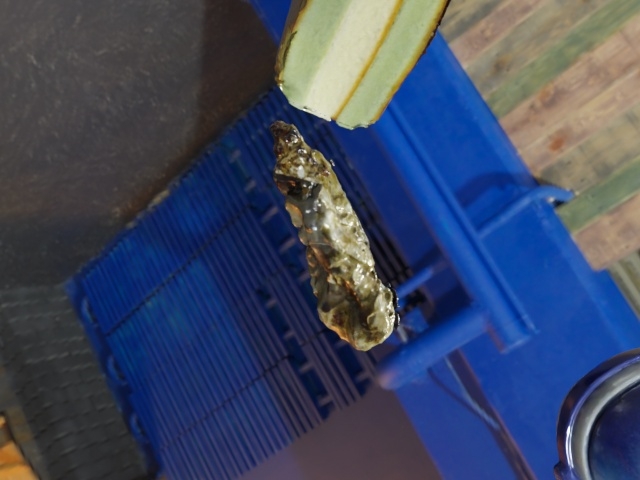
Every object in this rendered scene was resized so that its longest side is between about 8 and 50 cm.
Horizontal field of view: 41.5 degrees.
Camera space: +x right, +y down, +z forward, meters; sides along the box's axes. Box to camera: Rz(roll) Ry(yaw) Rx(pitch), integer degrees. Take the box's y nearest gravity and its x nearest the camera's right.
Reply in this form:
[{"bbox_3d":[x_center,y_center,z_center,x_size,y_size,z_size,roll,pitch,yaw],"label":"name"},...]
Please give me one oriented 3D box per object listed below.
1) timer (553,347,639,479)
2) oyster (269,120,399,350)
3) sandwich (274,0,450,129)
[{"bbox_3d":[0.308,0.261,0.659,0.270,0.384,0.270,-30,-173,4],"label":"timer"},{"bbox_3d":[0.002,0.000,1.155,0.128,0.345,0.078,-11,-164,45],"label":"oyster"},{"bbox_3d":[0.048,-0.290,1.027,0.155,0.198,0.227,20,129,-14],"label":"sandwich"}]
